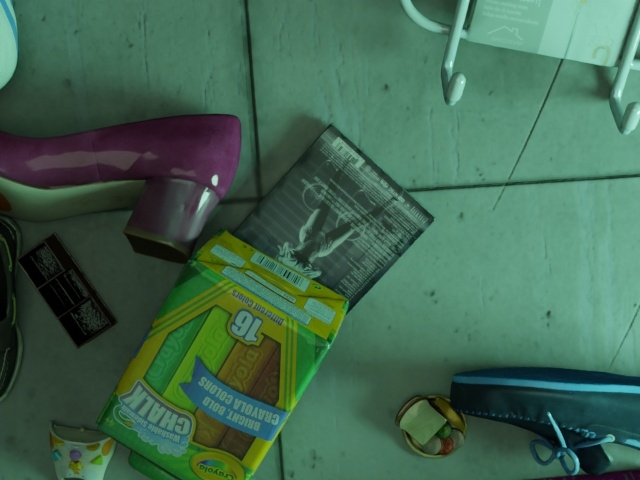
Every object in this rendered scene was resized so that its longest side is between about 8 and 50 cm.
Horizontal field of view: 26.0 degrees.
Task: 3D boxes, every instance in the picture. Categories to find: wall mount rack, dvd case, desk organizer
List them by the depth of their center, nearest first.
[{"bbox_3d":[0.264,-0.272,1.456,0.350,0.130,0.304,9,122,-5],"label":"wall mount rack"},{"bbox_3d":[0.000,0.000,1.611,0.164,0.018,0.221,42,98,-3],"label":"dvd case"},{"bbox_3d":[-0.297,0.060,1.622,0.047,0.050,0.130,-34,94,7],"label":"desk organizer"}]

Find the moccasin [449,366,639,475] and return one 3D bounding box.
[{"bbox_3d":[0.314,0.211,1.553,0.342,0.138,0.117,6,94,4],"label":"moccasin"}]

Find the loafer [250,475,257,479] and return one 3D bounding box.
[{"bbox_3d":[-0.126,0.282,1.648,0.125,0.039,0.045,28,57,-1],"label":"loafer"}]

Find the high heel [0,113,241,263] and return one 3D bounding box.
[{"bbox_3d":[-0.282,-0.108,1.596,0.377,0.127,0.181,20,69,6],"label":"high heel"}]

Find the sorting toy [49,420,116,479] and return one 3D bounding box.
[{"bbox_3d":[-0.288,0.262,1.657,0.083,0.045,0.075,7,116,3],"label":"sorting toy"}]

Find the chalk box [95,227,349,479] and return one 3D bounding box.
[{"bbox_3d":[-0.120,0.164,1.549,0.180,0.179,0.289,30,104,1],"label":"chalk box"}]

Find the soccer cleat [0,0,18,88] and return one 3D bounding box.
[{"bbox_3d":[-0.406,-0.324,1.537,0.116,0.143,0.331,-11,96,5],"label":"soccer cleat"}]

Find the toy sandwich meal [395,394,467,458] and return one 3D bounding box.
[{"bbox_3d":[0.131,0.218,1.621,0.085,0.029,0.085,0,97,4],"label":"toy sandwich meal"}]

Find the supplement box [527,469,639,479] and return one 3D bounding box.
[{"bbox_3d":[0.292,0.337,1.585,0.220,0.114,0.111,-7,98,6],"label":"supplement box"}]

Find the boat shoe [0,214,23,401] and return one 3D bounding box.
[{"bbox_3d":[-0.394,0.085,1.623,0.081,0.069,0.228,4,97,4],"label":"boat shoe"}]
